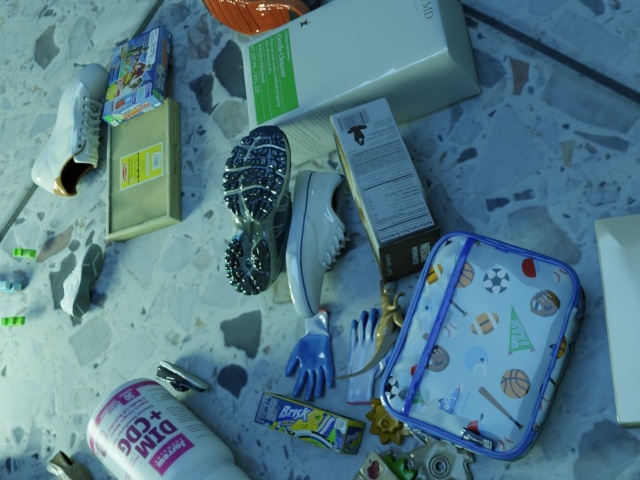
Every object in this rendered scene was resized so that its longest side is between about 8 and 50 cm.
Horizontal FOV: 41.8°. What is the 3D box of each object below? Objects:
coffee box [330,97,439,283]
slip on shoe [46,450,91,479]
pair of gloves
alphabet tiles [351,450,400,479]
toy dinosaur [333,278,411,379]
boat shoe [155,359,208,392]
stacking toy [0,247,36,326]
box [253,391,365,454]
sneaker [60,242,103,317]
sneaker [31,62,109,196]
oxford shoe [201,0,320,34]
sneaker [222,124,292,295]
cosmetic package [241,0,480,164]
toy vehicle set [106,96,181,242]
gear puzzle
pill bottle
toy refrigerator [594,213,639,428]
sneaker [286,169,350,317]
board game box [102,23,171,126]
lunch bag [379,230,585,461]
[{"bbox_3d":[0.102,-0.078,1.317,0.098,0.141,0.247,-18,64,0],"label":"coffee box"},{"bbox_3d":[-0.454,0.433,1.553,0.135,0.051,0.041,15,70,40],"label":"slip on shoe"},{"bbox_3d":[0.031,0.185,1.355,0.198,0.023,0.159,-1,74,32],"label":"pair of gloves"},{"bbox_3d":[0.073,0.462,1.214,0.198,0.009,0.237,46,111,38],"label":"alphabet tiles"},{"bbox_3d":[0.107,0.146,1.288,0.112,0.064,0.212,-4,43,26],"label":"toy dinosaur"},{"bbox_3d":[-0.249,0.250,1.488,0.125,0.046,0.038,19,84,37],"label":"boat shoe"},{"bbox_3d":[-0.702,0.107,1.811,0.221,0.052,0.167,-6,73,28],"label":"stacking toy"},{"bbox_3d":[-0.018,0.288,1.327,0.168,0.059,0.054,12,82,33],"label":"box"},{"bbox_3d":[-0.486,0.076,1.686,0.061,0.053,0.152,12,81,36],"label":"sneaker"},{"bbox_3d":[-0.496,-0.226,1.773,0.123,0.106,0.290,27,97,25],"label":"sneaker"},{"bbox_3d":[-0.114,-0.465,1.631,0.271,0.097,0.098,17,63,30],"label":"oxford shoe"},{"bbox_3d":[-0.098,-0.056,1.415,0.110,0.122,0.283,13,103,17],"label":"sneaker"},{"bbox_3d":[0.063,-0.292,1.415,0.365,0.155,0.197,-21,63,26],"label":"cosmetic package"},{"bbox_3d":[-0.358,-0.143,1.690,0.166,0.035,0.267,-15,67,27],"label":"toy vehicle set"},{"bbox_3d":[0.148,0.369,1.208,0.175,0.044,0.339,-29,62,21],"label":"gear puzzle"},{"bbox_3d":[-0.244,0.365,1.378,0.283,0.160,0.160,32,92,34],"label":"pill bottle"},{"bbox_3d":[0.431,0.106,1.099,0.102,0.094,0.270,-9,70,22],"label":"toy refrigerator"},{"bbox_3d":[0.000,0.000,1.389,0.091,0.094,0.258,-3,73,17],"label":"sneaker"},{"bbox_3d":[-0.381,-0.345,1.748,0.136,0.035,0.201,-18,54,26],"label":"board game box"},{"bbox_3d":[0.219,0.150,1.177,0.243,0.115,0.303,20,83,24],"label":"lunch bag"}]
